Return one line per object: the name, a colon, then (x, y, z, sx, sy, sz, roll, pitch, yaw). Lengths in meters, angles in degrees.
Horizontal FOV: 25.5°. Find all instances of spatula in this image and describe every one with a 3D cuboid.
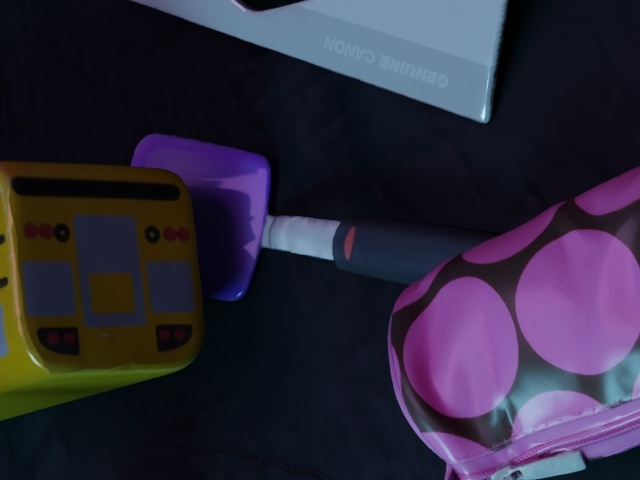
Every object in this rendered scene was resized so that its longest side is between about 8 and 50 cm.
spatula: (0.000, 0.000, 0.684, 0.296, 0.030, 0.084, 10, 88, 47)

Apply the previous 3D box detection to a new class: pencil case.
pencil case: (0.125, 0.025, 0.503, 0.209, 0.095, 0.098, -31, 32, 37)

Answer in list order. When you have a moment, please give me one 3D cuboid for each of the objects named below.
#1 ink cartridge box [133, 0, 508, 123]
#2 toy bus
ink cartridge box: (-0.009, -0.225, 0.677, 0.296, 0.066, 0.261, 23, 124, 32)
toy bus: (-0.199, 0.035, 0.806, 0.333, 0.108, 0.130, -20, 75, 51)
